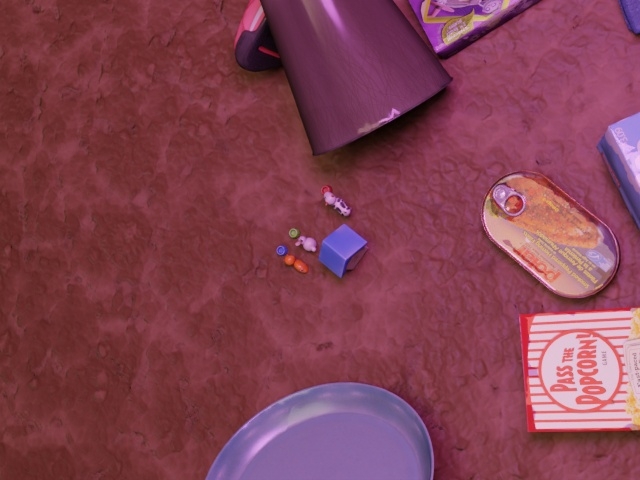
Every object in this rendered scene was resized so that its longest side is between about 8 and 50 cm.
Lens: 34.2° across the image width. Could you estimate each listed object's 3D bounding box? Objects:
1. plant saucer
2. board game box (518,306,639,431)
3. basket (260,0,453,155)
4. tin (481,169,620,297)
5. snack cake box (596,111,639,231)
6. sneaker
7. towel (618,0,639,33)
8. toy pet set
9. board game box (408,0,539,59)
[{"bbox_3d":[-0.004,0.316,1.315,0.318,0.043,0.317,-16,40,14],"label":"plant saucer"},{"bbox_3d":[0.344,0.155,1.257,0.194,0.045,0.146,-6,84,23],"label":"board game box"},{"bbox_3d":[0.024,-0.253,1.313,0.204,0.154,0.227,-30,101,3],"label":"basket"},{"bbox_3d":[0.286,-0.008,1.297,0.190,0.040,0.106,43,100,20],"label":"tin"},{"bbox_3d":[0.443,-0.034,1.178,0.152,0.089,0.264,-24,78,0],"label":"snack cake box"},{"bbox_3d":[-0.044,-0.382,1.438,0.136,0.116,0.313,31,94,34],"label":"sneaker"},{"bbox_3d":[0.387,-0.315,1.253,0.067,0.029,0.119,-18,100,17],"label":"towel"},{"bbox_3d":[0.000,0.000,1.405,0.114,0.065,0.122,40,103,20],"label":"toy pet set"},{"bbox_3d":[0.254,-0.411,1.328,0.347,0.056,0.208,-30,72,20],"label":"board game box"}]
